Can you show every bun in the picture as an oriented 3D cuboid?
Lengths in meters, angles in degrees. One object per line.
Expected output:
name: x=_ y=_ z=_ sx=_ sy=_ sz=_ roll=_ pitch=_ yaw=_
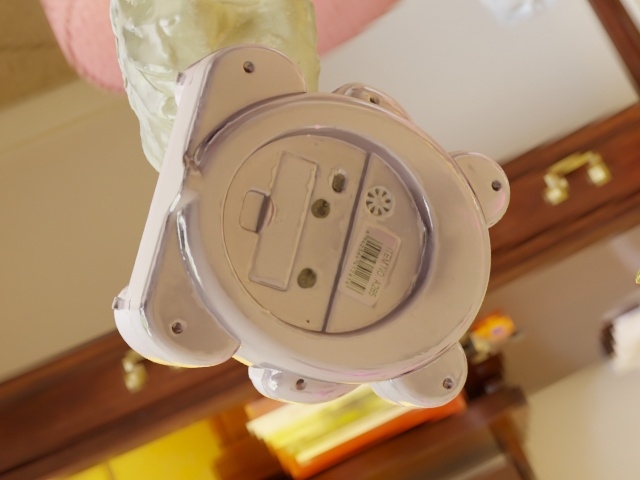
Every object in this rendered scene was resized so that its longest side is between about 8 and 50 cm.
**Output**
bun: x=-0.143 y=-0.232 z=2.110 sx=0.211 sy=0.360 sz=0.360 roll=-8 pitch=153 yaw=-17

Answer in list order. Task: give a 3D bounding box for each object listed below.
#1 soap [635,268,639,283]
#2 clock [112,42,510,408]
soap: x=0.285 y=0.001 z=1.428 sx=0.089 sy=0.012 sz=0.034 roll=-47 pitch=168 yaw=5
clock: x=0.000 y=0.000 z=1.583 sx=0.322 sy=0.296 sz=0.113 roll=18 pitch=169 yaw=-21
